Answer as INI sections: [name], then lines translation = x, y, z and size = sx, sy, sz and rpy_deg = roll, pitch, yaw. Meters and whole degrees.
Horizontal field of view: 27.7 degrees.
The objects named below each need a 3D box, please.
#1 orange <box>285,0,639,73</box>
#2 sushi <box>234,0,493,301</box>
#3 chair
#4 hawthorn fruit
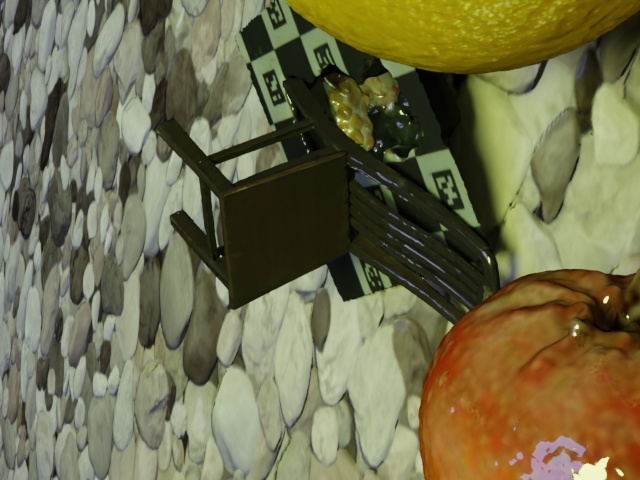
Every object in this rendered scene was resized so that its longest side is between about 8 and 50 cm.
[orange]
translation = 0.069, -0.182, 0.535
size = 0.236, 0.236, 0.236
rpy_deg = -175, 90, -65
[sushi]
translation = 0.037, -0.070, 0.777
size = 0.192, 0.050, 0.215
rpy_deg = 68, 158, -1
[chair]
translation = 0.000, 0.000, 0.725
size = 0.212, 0.101, 0.084
rpy_deg = 47, 151, 42
[hawthorn fruit]
translation = 0.102, 0.147, 0.502
size = 0.165, 0.165, 0.285
rpy_deg = -128, 42, -55
